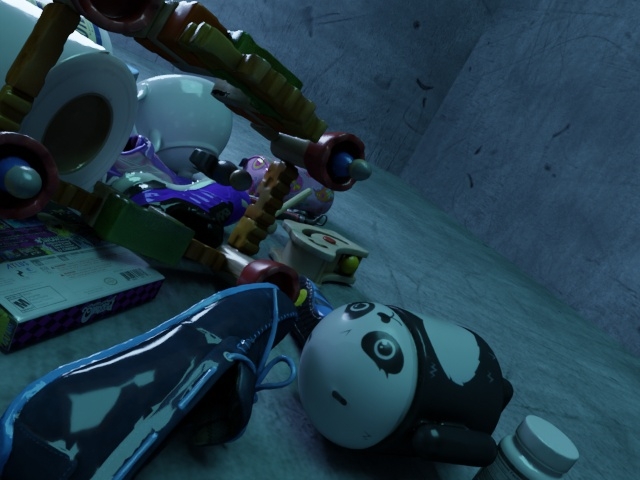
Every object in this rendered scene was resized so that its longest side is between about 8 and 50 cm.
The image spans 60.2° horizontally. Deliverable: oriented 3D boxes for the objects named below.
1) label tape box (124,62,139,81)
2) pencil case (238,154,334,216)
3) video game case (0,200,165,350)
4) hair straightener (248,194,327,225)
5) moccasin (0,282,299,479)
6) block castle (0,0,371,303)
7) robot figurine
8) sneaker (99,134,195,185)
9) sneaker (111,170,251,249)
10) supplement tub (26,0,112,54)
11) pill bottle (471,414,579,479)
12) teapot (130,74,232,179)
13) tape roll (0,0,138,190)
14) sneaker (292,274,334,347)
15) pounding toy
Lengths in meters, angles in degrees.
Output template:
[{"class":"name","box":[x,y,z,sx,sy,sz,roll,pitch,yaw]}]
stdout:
[{"class":"label tape box","box":[-0.635,-0.439,1.427,0.241,0.105,0.333,25,17,-13]},{"class":"pencil case","box":[-0.085,-0.137,1.433,0.124,0.124,0.284,40,19,34]},{"class":"video game case","box":[-0.327,0.020,0.628,0.210,0.041,0.232,32,15,12]},{"class":"hair straightener","box":[-0.088,-0.068,1.209,0.231,0.047,0.089,11,8,20]},{"class":"moccasin","box":[-0.116,0.143,0.506,0.117,0.137,0.342,38,31,16]},{"class":"block castle","box":[-0.154,-0.102,0.687,0.453,0.303,0.213,31,-4,-44]},{"class":"robot figurine","box":[0.107,0.170,0.670,0.278,0.173,0.209,20,-22,-32]},{"class":"sneaker","box":[-0.327,-0.137,1.020,0.236,0.104,0.095,18,18,-39]},{"class":"sneaker","box":[-0.203,-0.032,0.935,0.146,0.102,0.293,41,24,24]},{"class":"supplement tub","box":[-0.589,-0.364,1.029,0.235,0.235,0.325,37,17,27]},{"class":"pill bottle","box":[0.223,0.272,0.625,0.078,0.137,0.078,27,15,-8]},{"class":"teapot","box":[-0.304,-0.223,1.183,0.256,0.187,0.252,-2,-15,-26]},{"class":"tape roll","box":[-0.407,-0.190,0.784,0.169,0.246,0.246,33,16,10]},{"class":"sneaker","box":[0.000,0.129,0.841,0.082,0.069,0.209,39,7,-33]},{"class":"pounding toy","box":[0.000,0.000,1.062,0.270,0.154,0.154,13,18,-46]}]
